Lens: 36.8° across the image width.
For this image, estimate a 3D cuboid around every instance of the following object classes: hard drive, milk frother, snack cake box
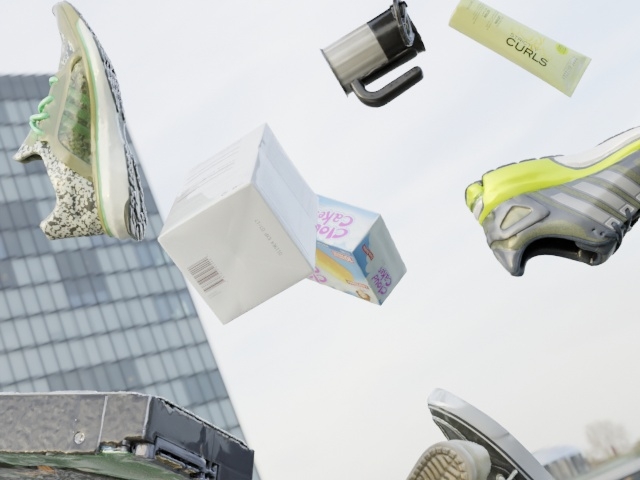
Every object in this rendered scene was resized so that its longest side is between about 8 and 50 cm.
[{"bbox_3d":[-0.265,0.209,0.967,0.339,0.064,0.237,-3,-24,21],"label":"hard drive"},{"bbox_3d":[0.071,-0.276,1.353,0.135,0.129,0.143,-31,-40,6],"label":"milk frother"},{"bbox_3d":[0.000,0.000,1.626,0.089,0.264,0.152,-52,-42,-24],"label":"snack cake box"}]

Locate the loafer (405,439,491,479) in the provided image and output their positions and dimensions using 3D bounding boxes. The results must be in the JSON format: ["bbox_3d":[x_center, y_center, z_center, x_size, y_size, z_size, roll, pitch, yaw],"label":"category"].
[{"bbox_3d":[0.134,0.347,1.209,0.092,0.102,0.268,-5,-41,-42],"label":"loafer"}]

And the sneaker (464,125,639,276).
[{"bbox_3d":[0.316,-0.039,1.045,0.300,0.121,0.111,-17,-24,12],"label":"sneaker"}]

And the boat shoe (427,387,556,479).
[{"bbox_3d":[0.249,0.341,1.377,0.105,0.306,0.113,-48,16,-14],"label":"boat shoe"}]

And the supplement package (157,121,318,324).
[{"bbox_3d":[-0.093,-0.029,1.206,0.134,0.139,0.244,-30,19,13],"label":"supplement package"}]

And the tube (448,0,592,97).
[{"bbox_3d":[0.332,-0.331,1.606,0.070,0.240,0.062,-61,-6,18],"label":"tube"}]

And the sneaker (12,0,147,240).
[{"bbox_3d":[-0.397,-0.181,1.493,0.182,0.410,0.158,-13,-13,-5],"label":"sneaker"}]
